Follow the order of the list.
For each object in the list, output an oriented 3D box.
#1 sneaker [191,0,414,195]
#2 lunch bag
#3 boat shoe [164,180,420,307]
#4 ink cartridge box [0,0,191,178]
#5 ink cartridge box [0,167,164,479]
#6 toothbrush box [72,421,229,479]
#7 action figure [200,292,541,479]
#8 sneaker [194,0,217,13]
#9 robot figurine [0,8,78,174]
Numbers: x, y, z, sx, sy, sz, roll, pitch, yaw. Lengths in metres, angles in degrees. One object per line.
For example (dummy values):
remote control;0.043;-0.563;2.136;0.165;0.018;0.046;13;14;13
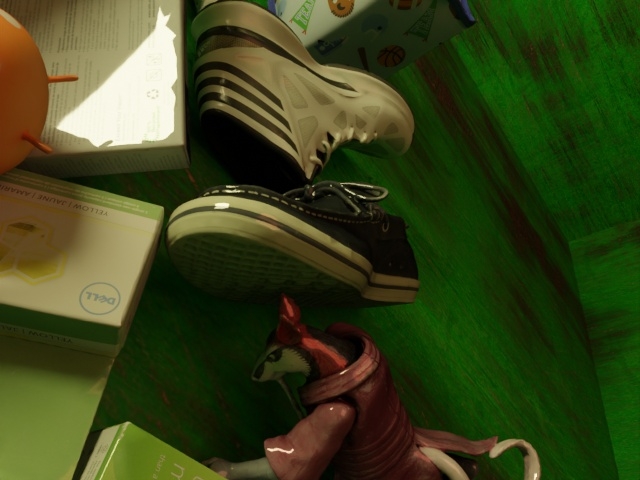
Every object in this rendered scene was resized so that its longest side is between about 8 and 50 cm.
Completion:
sneaker;-0.010;-0.152;0.809;0.448;0.169;0.257;16;65;-41
lunch bag;0.066;-0.511;0.969;0.239;0.328;0.385;27;50;-46
boat shoe;0.000;0.000;0.631;0.500;0.187;0.155;17;68;-62
ink cartridge box;-0.237;-0.160;0.473;0.045;0.224;0.223;103;-18;-65
ink cartridge box;-0.222;0.052;0.348;0.171;0.056;0.235;15;45;-12
toothbrush box;-0.106;0.298;0.370;0.283;0.122;0.206;47;37;-28
action figure;0.050;0.212;0.536;0.370;0.276;0.248;64;36;-28
sneaker;-0.174;-0.368;0.790;0.061;0.054;0.152;28;44;-19
robot figurine;-0.286;-0.111;0.335;0.220;0.158;0.128;10;96;-18
